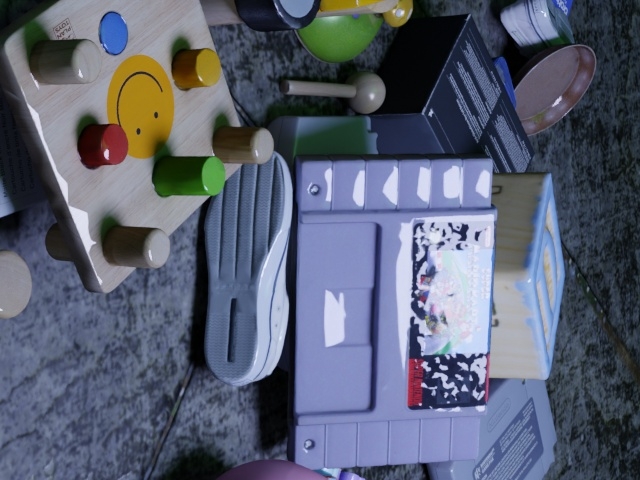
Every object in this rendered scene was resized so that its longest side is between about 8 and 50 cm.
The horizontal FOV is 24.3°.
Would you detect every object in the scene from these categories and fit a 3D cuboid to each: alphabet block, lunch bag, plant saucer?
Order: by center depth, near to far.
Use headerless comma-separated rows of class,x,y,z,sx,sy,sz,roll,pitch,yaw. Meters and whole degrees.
alphabet block,0.186,0.043,1.835,0.193,0.197,0.192,-71,155,-44
lunch bag,0.233,-0.203,2.062,0.067,0.065,0.098,-50,130,-42
plant saucer,0.327,-0.224,2.161,0.168,0.029,0.168,-26,147,-19

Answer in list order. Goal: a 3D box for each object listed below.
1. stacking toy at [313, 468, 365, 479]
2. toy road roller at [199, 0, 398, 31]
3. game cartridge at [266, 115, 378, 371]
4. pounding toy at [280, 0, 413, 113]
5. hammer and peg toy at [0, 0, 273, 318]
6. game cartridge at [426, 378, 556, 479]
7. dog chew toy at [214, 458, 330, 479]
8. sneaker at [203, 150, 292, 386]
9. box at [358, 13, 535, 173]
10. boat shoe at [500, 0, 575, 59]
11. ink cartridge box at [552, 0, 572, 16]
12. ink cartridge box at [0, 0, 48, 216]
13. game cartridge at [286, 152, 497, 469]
stacking toy,0.016,0.281,1.777,0.221,0.052,0.167,35,62,-50
toy road roller,-0.054,-0.339,1.515,0.329,0.202,0.240,-21,109,-53
game cartridge,0.000,0.000,1.743,0.196,0.060,0.294,-7,97,-59
pounding toy,0.050,-0.276,1.753,0.183,0.110,0.236,8,84,-55
hammer and peg toy,-0.197,-0.098,1.300,0.361,0.127,0.266,-47,130,-44
game cartridge,0.246,0.301,2.113,0.297,0.062,0.198,-40,119,-47
dog chew toy,-0.083,0.392,1.517,0.332,0.207,0.206,-60,137,-24
sneaker,-0.076,0.029,1.617,0.091,0.094,0.258,23,76,-73
box,0.171,-0.137,1.942,0.261,0.103,0.184,58,43,-39
boat shoe,0.321,-0.304,2.182,0.226,0.076,0.083,41,42,-60
ink cartridge box,0.316,-0.418,2.192,0.207,0.046,0.097,44,57,-47
ink cartridge box,-0.289,-0.135,1.320,0.224,0.045,0.223,-26,113,-52
game cartridge,0.080,0.080,1.660,0.068,0.230,0.355,-126,-144,-75
